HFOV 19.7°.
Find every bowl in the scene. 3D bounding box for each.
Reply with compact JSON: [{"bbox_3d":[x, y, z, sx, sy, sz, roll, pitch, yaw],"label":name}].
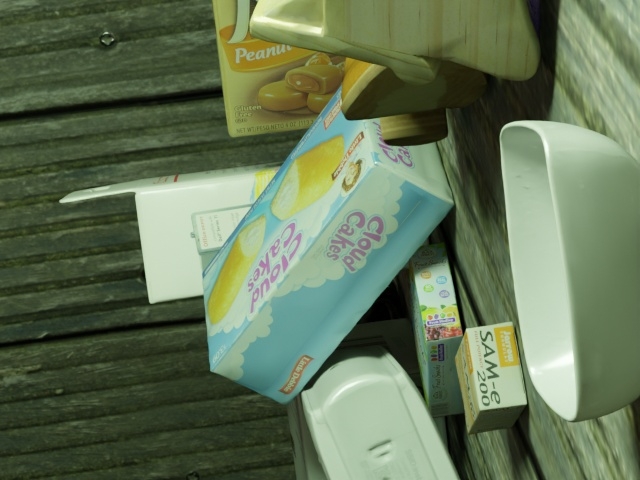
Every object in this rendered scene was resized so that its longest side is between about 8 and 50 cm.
[{"bbox_3d":[0.127,0.011,0.881,0.142,0.053,0.142,-125,29,-84],"label":"bowl"}]

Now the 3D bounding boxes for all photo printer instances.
[{"bbox_3d":[0.067,0.225,1.687,0.307,0.107,0.256,-152,39,-87],"label":"photo printer"}]

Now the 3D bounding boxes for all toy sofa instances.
[{"bbox_3d":[0.056,-0.259,0.988,0.362,0.177,0.150,86,-160,-52],"label":"toy sofa"}]

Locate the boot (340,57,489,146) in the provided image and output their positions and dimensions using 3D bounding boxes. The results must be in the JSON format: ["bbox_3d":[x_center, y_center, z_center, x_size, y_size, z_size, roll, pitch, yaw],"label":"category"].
[{"bbox_3d":[0.054,-0.191,1.336,0.295,0.104,0.211,70,-168,-84],"label":"boot"}]

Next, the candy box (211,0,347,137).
[{"bbox_3d":[-0.008,-0.230,1.648,0.316,0.183,0.087,87,175,-55],"label":"candy box"}]

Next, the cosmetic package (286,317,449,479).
[{"bbox_3d":[0.059,0.298,1.973,0.217,0.156,0.385,-119,23,-77],"label":"cosmetic package"}]

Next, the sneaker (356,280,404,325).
[{"bbox_3d":[0.066,0.155,2.205,0.121,0.079,0.216,-101,6,-71],"label":"sneaker"}]

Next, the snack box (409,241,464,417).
[{"bbox_3d":[0.105,0.083,1.665,0.141,0.037,0.100,84,176,-56],"label":"snack box"}]

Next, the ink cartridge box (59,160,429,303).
[{"bbox_3d":[-0.077,-0.014,1.879,0.207,0.354,0.119,-124,27,-85],"label":"ink cartridge box"}]

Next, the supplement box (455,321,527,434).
[{"bbox_3d":[0.124,0.102,1.351,0.098,0.036,0.062,93,169,-73],"label":"supplement box"}]

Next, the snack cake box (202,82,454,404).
[{"bbox_3d":[0.000,0.000,1.663,0.264,0.089,0.152,-52,25,26],"label":"snack cake box"}]
